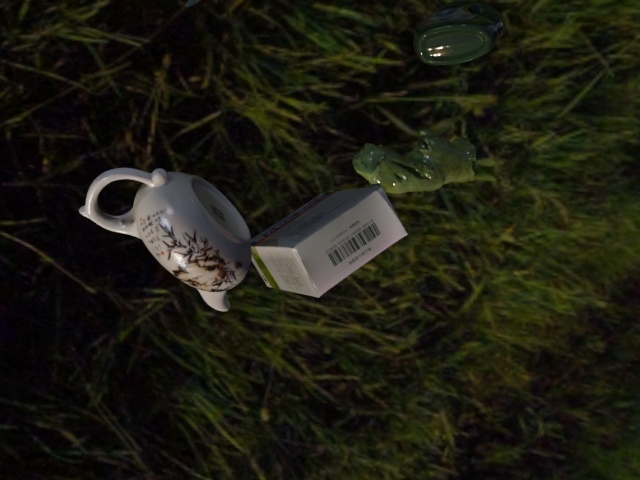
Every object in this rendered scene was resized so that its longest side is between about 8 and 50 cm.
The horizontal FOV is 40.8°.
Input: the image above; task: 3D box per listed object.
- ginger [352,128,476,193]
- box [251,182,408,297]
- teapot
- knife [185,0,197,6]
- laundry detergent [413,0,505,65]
[{"bbox_3d":[0.215,-0.172,1.910,0.290,0.089,0.137,-15,96,-13],"label":"ginger"},{"bbox_3d":[0.000,0.000,1.580,0.200,0.299,0.106,-34,101,-17],"label":"box"},{"bbox_3d":[-0.217,-0.016,1.318,0.300,0.166,0.208,31,31,-25],"label":"teapot"},{"bbox_3d":[-0.133,-0.504,1.396,0.313,0.019,0.044,-60,168,-6],"label":"knife"},{"bbox_3d":[0.221,-0.334,1.343,0.211,0.137,0.063,-61,140,-58],"label":"laundry detergent"}]
